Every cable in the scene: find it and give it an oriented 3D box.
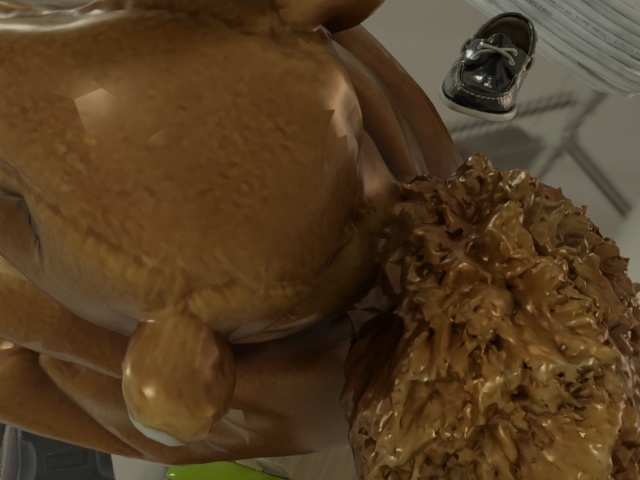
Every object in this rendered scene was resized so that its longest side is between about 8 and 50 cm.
[{"bbox_3d":[0.197,-0.221,1.351,0.089,0.257,0.257,-54,4,16],"label":"cable"}]

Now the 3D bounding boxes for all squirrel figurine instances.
[{"bbox_3d":[0.000,0.000,0.689,0.281,0.397,0.370,-64,-1,-9],"label":"squirrel figurine"}]

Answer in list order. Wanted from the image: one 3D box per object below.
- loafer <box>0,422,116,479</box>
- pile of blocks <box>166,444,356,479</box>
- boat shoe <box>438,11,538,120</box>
[{"bbox_3d":[-0.231,0.192,1.343,0.095,0.109,0.302,-125,40,-60],"label":"loafer"},{"bbox_3d":[-0.071,0.236,0.983,0.112,0.149,0.362,11,87,26],"label":"pile of blocks"},{"bbox_3d":[0.099,-0.100,0.883,0.125,0.046,0.038,-46,-25,-62],"label":"boat shoe"}]
